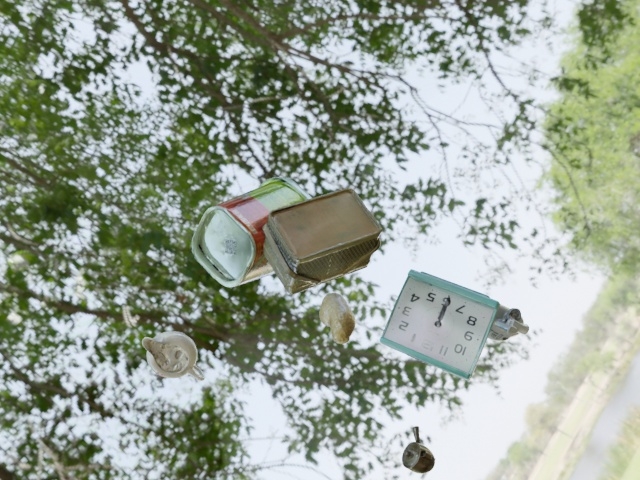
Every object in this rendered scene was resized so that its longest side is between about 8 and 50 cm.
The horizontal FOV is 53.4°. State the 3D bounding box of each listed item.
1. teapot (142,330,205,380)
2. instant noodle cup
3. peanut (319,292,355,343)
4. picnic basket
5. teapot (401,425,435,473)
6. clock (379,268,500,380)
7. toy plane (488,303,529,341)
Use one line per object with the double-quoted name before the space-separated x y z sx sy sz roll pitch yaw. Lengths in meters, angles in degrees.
"teapot" -0.433 0.344 1.892 0.145 0.226 0.092 -50 17 8
"instant noodle cup" -0.184 -0.015 1.827 0.308 0.294 0.294 -25 -43 -53
"peanut" 0.074 0.328 2.688 0.137 0.253 0.122 -39 -48 5
"picnic basket" 0.000 0.000 1.524 0.267 0.165 0.139 -19 -32 -26
"teapot" 0.245 0.506 1.543 0.085 0.080 0.110 -36 31 43
"clock" 0.328 0.230 1.737 0.231 0.262 0.116 -65 -24 -11
"toy plane" 0.497 0.229 1.903 0.267 0.267 0.122 18 -87 -64
